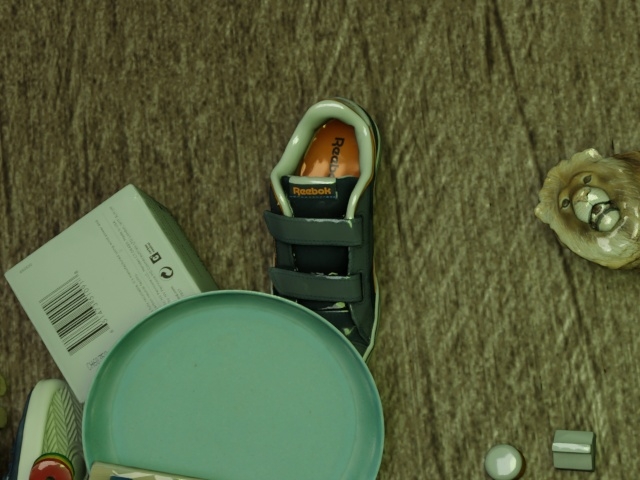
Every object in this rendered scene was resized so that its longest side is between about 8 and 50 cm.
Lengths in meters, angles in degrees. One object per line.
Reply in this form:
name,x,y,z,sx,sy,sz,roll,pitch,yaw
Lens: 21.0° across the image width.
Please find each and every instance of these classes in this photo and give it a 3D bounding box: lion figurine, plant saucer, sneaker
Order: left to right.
sneaker,-0.340,0.324,1.894,0.148,0.131,0.350,-5,71,27
plant saucer,-0.092,0.199,1.833,0.317,0.044,0.318,0,104,-2
sneaker,0.000,0.000,1.874,0.126,0.127,0.321,0,80,13
lion figurine,0.429,-0.090,1.795,0.392,0.142,0.240,-42,64,-12

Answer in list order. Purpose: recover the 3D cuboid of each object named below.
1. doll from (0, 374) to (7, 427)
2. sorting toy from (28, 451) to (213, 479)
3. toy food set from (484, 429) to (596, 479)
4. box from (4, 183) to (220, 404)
doll,-0.453,0.188,1.989,0.189,0.046,0.129,-9,77,18
sorting toy,-0.177,0.311,1.816,0.274,0.046,0.132,10,105,-5
toy food set,0.278,0.248,1.760,0.232,0.104,0.111,2,79,15
box,-0.217,0.068,1.915,0.182,0.119,0.181,-35,72,4
